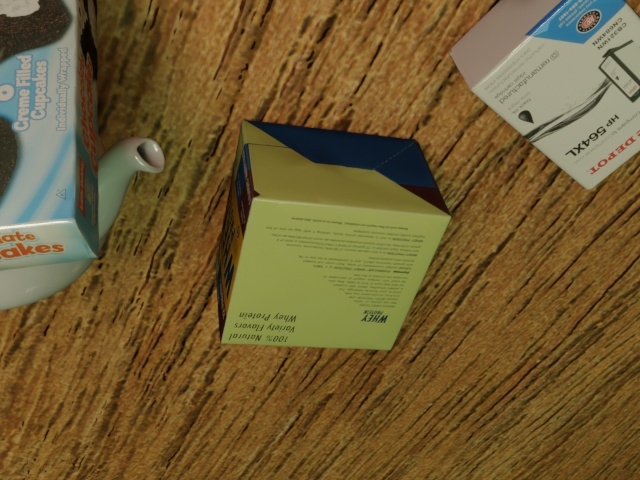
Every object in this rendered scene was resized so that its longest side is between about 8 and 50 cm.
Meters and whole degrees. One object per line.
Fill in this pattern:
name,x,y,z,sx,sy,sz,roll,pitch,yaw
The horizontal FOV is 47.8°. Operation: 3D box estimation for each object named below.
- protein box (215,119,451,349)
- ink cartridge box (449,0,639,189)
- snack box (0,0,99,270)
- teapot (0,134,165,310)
protein box,0.000,0.000,0.781,0.199,0.136,0.201,4,130,-15
ink cartridge box,0.254,-0.164,0.713,0.203,0.086,0.148,30,121,-31
snack box,-0.253,-0.129,0.494,0.187,0.322,0.060,-7,154,-5
teapot,-0.291,-0.079,0.597,0.256,0.252,0.187,-3,129,-29
